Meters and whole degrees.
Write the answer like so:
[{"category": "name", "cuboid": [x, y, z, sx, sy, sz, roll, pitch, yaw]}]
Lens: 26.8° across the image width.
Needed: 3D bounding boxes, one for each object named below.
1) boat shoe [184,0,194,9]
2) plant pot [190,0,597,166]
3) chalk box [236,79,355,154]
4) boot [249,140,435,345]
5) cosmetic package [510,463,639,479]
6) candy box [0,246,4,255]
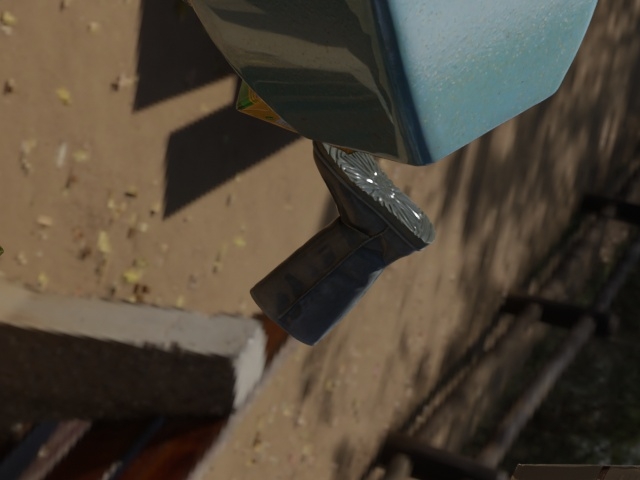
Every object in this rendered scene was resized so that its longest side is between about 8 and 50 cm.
[{"category": "boat shoe", "cuboid": [-0.124, -0.321, 1.486, 0.104, 0.089, 0.285, -44, 152, -10]}, {"category": "plant pot", "cuboid": [0.054, -0.199, 0.942, 0.248, 0.247, 0.252, -30, 119, -29]}, {"category": "chalk box", "cuboid": [0.030, -0.203, 1.193, 0.132, 0.132, 0.213, 20, 75, -29]}, {"category": "boot", "cuboid": [-0.001, 0.000, 1.491, 0.208, 0.189, 0.076, -36, -169, 32]}, {"category": "cosmetic package", "cuboid": [0.210, 0.245, 1.025, 0.127, 0.107, 0.238, -62, -168, -17]}, {"category": "candy box", "cuboid": [-0.361, 0.036, 1.098, 0.206, 0.105, 0.027, -42, 176, 15]}]
